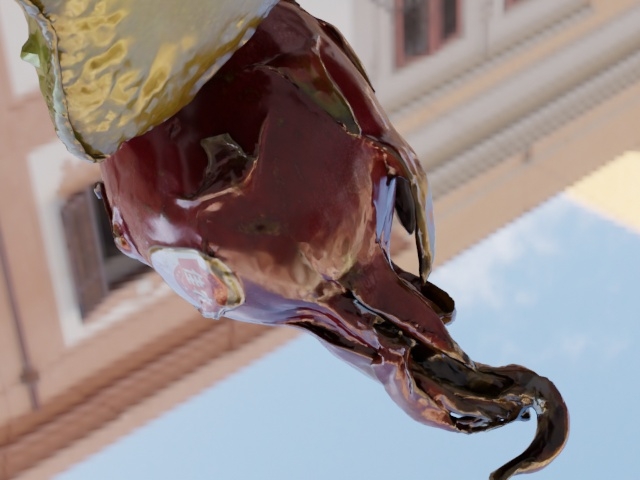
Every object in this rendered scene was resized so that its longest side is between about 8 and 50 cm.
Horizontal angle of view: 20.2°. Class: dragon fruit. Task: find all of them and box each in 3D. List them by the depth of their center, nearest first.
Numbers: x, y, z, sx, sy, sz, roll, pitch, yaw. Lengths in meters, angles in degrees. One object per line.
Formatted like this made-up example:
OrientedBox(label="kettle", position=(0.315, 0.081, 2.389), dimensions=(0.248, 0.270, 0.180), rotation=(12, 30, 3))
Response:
OrientedBox(label="dragon fruit", position=(0.000, 0.000, 0.539), dimensions=(0.094, 0.094, 0.190), rotation=(-36, -97, -30))

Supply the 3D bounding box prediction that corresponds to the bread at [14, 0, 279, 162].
OrientedBox(label="bread", position=(-0.009, -0.141, 0.435), dimensions=(0.233, 0.160, 0.088), rotation=(-39, -115, -17))
